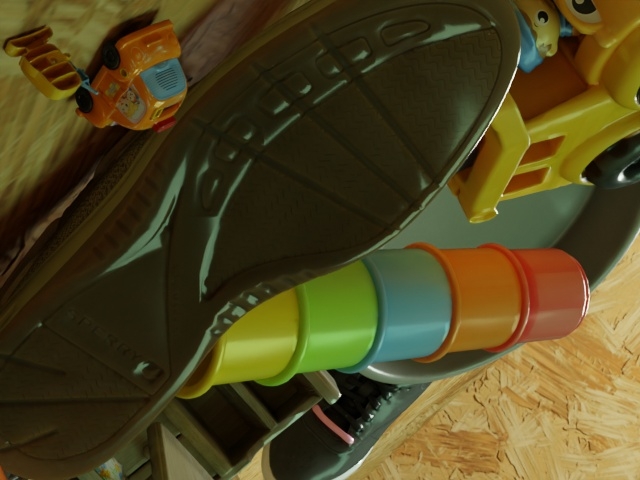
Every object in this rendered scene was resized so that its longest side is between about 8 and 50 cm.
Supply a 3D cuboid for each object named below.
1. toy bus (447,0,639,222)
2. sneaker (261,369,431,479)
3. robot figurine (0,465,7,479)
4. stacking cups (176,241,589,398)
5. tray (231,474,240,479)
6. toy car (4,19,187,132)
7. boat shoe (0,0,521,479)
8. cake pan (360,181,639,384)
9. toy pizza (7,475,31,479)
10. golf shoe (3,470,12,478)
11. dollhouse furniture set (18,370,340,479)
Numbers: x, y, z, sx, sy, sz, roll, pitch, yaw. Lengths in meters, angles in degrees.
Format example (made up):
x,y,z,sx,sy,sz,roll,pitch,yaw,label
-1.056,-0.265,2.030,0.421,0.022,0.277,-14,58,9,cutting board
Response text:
x,y,z,sx,sy,sz,roll,pitch,yaw,label
0.115,-0.106,1.138,0.211,0.149,0.220,-20,161,-16,toy bus
0.054,0.139,1.993,0.296,0.104,0.147,-41,169,-27,sneaker
-0.199,0.137,0.878,0.158,0.219,0.128,-3,-143,16,robot figurine
0.042,0.036,1.253,0.316,0.096,0.096,-5,150,-34,stacking cups
-0.166,0.276,1.673,0.202,0.076,0.411,-27,175,-1,tray
-0.096,-0.059,0.817,0.060,0.040,0.122,-45,168,27,toy car
-0.052,-0.027,0.962,0.341,0.121,0.110,-39,-153,11,boat shoe
0.131,-0.003,1.539,0.293,0.054,0.293,-23,146,-17,cake pan
-0.252,0.227,1.470,0.201,0.032,0.201,-38,169,-9,toy pizza
-0.191,0.099,1.052,0.094,0.077,0.198,-58,180,19,golf shoe
-0.071,0.141,1.294,0.161,0.212,0.242,-40,-165,3,dollhouse furniture set
